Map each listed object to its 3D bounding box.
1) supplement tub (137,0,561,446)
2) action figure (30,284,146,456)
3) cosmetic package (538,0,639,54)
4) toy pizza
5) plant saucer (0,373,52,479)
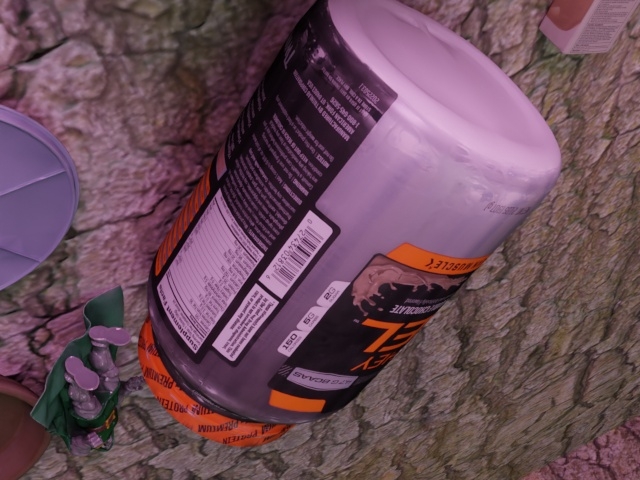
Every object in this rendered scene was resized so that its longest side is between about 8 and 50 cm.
[{"bbox_3d":[0.000,0.000,0.585,0.207,0.207,0.338,4,135,-42],"label":"supplement tub"},{"bbox_3d":[-0.220,0.158,0.738,0.137,0.063,0.232,-58,173,-34],"label":"action figure"},{"bbox_3d":[0.241,-0.216,0.635,0.060,0.041,0.115,-9,142,-30],"label":"cosmetic package"},{"bbox_3d":[-0.265,-0.023,0.504,0.201,0.032,0.201,-22,147,-15],"label":"toy pizza"},{"bbox_3d":[-0.393,0.197,0.696,0.278,0.041,0.278,-22,147,-15],"label":"plant saucer"}]
